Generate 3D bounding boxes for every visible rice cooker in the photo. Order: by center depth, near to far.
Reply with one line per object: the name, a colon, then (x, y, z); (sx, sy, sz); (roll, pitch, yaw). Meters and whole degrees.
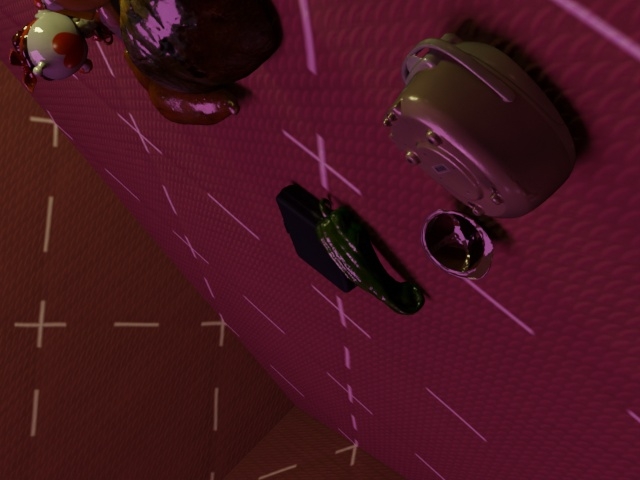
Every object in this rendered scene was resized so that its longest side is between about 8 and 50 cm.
rice cooker: (0.160, -0.113, 0.968); (0.206, 0.127, 0.145); (38, 165, -2)

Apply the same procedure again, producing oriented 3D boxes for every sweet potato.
sweet potato: (-0.251, -0.266, 1.703); (0.359, 0.112, 0.112); (26, 155, 45)

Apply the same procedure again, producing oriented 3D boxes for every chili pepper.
chili pepper: (0.077, 0.034, 1.653); (0.257, 0.100, 0.074); (50, 140, -8)

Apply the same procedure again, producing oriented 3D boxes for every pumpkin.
pumpkin: (-0.173, -0.295, 1.293); (0.148, 0.169, 0.312); (35, 162, 43)

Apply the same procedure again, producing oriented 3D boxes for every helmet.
helmet: (0.196, 0.000, 1.285); (0.111, 0.057, 0.089); (34, 119, 24)

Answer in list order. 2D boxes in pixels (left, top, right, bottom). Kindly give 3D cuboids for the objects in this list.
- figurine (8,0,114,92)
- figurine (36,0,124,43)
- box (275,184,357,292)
figurine: (-0.487, -0.380, 1.803); (0.160, 0.226, 0.183); (37, 163, 25)
figurine: (-0.390, -0.437, 1.497); (0.343, 0.167, 0.285); (30, -177, -33)
box: (0.000, 0.000, 1.819); (0.160, 0.050, 0.230); (37, 163, 28)
